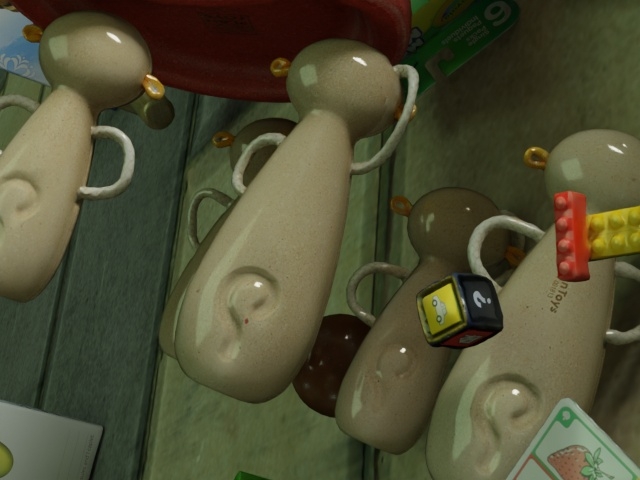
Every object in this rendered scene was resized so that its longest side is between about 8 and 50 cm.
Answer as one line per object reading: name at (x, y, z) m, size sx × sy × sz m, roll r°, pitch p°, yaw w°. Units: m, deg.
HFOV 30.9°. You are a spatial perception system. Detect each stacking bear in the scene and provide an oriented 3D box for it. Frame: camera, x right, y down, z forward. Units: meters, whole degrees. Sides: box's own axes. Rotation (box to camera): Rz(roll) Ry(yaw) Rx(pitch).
stacking bear at (-0.028, -0.227, 0.552) m, size 0.164 × 0.175 × 0.289 m, roll 53°, pitch -137°, yaw -76°

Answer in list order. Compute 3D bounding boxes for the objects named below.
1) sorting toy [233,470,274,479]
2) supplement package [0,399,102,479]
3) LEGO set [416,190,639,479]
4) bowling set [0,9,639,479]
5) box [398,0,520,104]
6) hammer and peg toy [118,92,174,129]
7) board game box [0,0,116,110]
sorting toy at (-0.079, 0.286, 0.642) m, size 0.348 × 0.047 × 0.196 m, roll -62°, pitch 22°, yaw 19°
supplement package at (-0.326, 0.226, 1.000) m, size 0.149 × 0.203 × 0.194 m, roll -10°, pitch 64°, yaw 62°
LEGO set at (0.115, 0.050, 0.316) m, size 0.244 × 0.060 × 0.182 m, roll 48°, pitch 118°, yaw 41°
bowling set at (0.000, 0.000, 0.533) m, size 0.200 × 0.287 × 0.154 m, roll 50°, pitch -117°, yaw -80°
box at (0.020, -0.156, 0.630) m, size 0.105 × 0.043 × 0.179 m, roll -38°, pitch 67°, yaw 11°
hammer and peg toy at (-0.044, -0.218, 0.823) m, size 0.361 × 0.127 × 0.266 m, roll -62°, pitch 28°, yaw 20°
board game box at (-0.297, -0.329, 1.193) m, size 0.319 × 0.318 × 0.066 m, roll -60°, pitch 27°, yaw 24°
